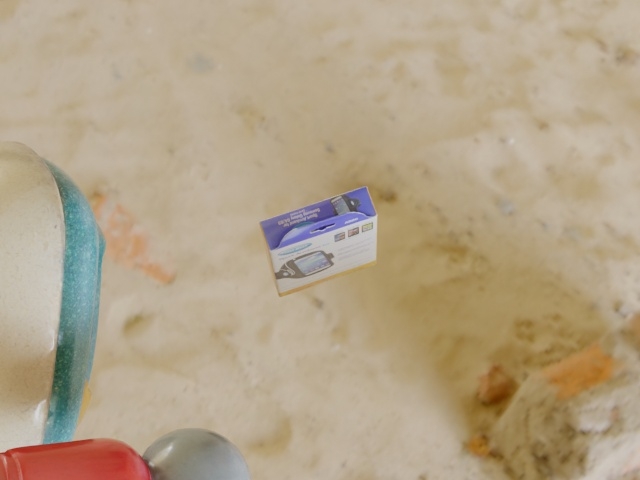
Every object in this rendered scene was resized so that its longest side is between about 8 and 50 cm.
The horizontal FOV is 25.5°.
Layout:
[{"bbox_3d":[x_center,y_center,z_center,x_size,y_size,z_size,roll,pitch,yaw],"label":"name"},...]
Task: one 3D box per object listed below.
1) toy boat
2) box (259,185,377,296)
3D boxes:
[{"bbox_3d":[-0.168,0.094,0.878,0.148,0.267,0.318,4,19,-32],"label":"toy boat"},{"bbox_3d":[0.000,0.000,1.034,0.081,0.136,0.028,-18,71,-4],"label":"box"}]
